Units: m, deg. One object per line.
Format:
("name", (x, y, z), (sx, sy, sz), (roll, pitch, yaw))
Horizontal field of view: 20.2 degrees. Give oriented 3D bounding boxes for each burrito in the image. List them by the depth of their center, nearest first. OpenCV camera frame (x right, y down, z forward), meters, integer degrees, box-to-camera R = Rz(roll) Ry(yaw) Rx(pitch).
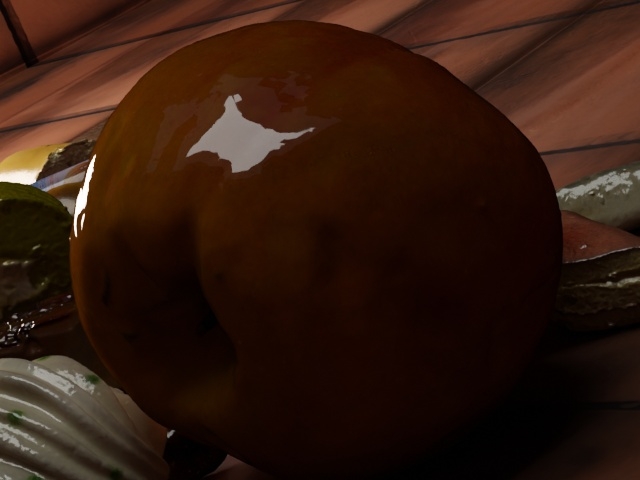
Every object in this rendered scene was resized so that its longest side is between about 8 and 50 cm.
("burrito", (0.314, -0.055, 1.516), (0.275, 0.059, 0.082), (-18, 9, 17))

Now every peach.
("peach", (0.000, 0.000, 1.270), (0.342, 0.343, 0.301), (-4, 29, 49))

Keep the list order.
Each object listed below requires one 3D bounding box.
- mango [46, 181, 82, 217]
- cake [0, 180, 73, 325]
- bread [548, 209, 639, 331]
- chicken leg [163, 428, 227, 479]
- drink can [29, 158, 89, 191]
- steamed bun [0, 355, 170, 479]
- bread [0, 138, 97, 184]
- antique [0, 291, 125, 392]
("mango", (-0.286, -0.026, 2.211), (0.163, 0.089, 0.111), (-15, 36, -2))
("cake", (-0.371, 0.048, 1.918), (0.260, 0.179, 0.156), (-26, 15, -12))
("bread", (0.195, 0.027, 1.391), (0.119, 0.067, 0.192), (-18, 16, -11))
("chicken leg", (-0.037, 0.104, 1.460), (0.304, 0.093, 0.113), (-41, 4, -26))
("drink can", (-0.326, -0.043, 2.310), (0.235, 0.097, 0.097), (-22, 16, 2))
("steamed bun", (-0.205, 0.163, 1.321), (0.182, 0.106, 0.183), (-4, 59, 7))
("bread", (-0.401, -0.092, 2.592), (0.173, 0.085, 0.134), (-6, 22, 45))
("antique", (-0.188, 0.087, 1.691), (0.310, 0.093, 0.087), (-18, 16, 20))
